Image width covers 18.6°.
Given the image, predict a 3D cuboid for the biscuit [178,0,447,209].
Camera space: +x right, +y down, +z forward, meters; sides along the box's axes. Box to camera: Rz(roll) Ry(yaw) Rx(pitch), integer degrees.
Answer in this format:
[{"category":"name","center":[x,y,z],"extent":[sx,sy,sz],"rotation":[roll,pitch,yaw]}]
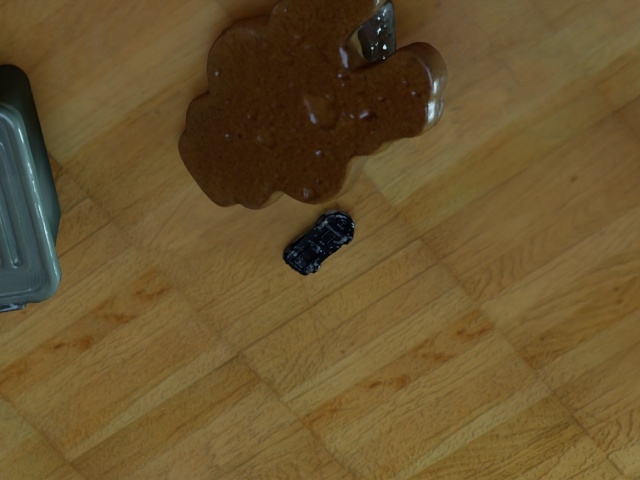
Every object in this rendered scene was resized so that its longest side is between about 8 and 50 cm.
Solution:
[{"category":"biscuit","center":[-0.018,-0.140,1.922],"extent":[0.334,0.047,0.202],"rotation":[-36,90,40]}]

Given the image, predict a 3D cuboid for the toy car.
[{"category":"toy car","center":[0.000,0.000,2.073],"extent":[0.041,0.025,0.093],"rotation":[39,118,-20]}]

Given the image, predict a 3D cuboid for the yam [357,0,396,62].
[{"category":"yam","center":[0.042,-0.174,1.942],"extent":[0.079,0.079,0.141],"rotation":[-4,118,4]}]

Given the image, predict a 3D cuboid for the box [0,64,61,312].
[{"category":"box","center":[-0.351,-0.060,1.990],"extent":[0.163,0.135,0.243],"rotation":[-7,120,7]}]
